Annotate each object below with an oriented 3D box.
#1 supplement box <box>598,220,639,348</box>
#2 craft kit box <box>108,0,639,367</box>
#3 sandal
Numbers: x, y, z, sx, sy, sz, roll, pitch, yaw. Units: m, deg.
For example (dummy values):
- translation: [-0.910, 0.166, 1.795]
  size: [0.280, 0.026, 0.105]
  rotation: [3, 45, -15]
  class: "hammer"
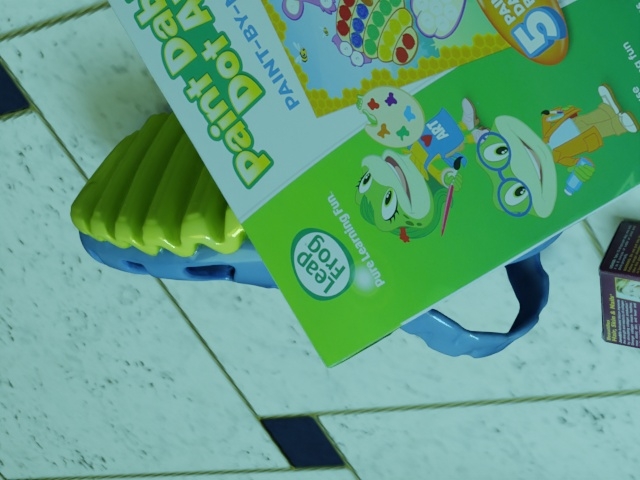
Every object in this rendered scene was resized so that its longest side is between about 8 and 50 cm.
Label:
- translation: [0.192, 0.029, 0.840]
  size: [0.083, 0.043, 0.055]
  rotation: [11, 136, 24]
  class: "supplement box"
- translation: [0.034, -0.103, 0.708]
  size: [0.246, 0.061, 0.250]
  rotation: [-34, 85, 40]
  class: "craft kit box"
- translation: [0.000, 0.000, 0.886]
  size: [0.317, 0.126, 0.138]
  rotation: [5, 137, 33]
  class: "sandal"
